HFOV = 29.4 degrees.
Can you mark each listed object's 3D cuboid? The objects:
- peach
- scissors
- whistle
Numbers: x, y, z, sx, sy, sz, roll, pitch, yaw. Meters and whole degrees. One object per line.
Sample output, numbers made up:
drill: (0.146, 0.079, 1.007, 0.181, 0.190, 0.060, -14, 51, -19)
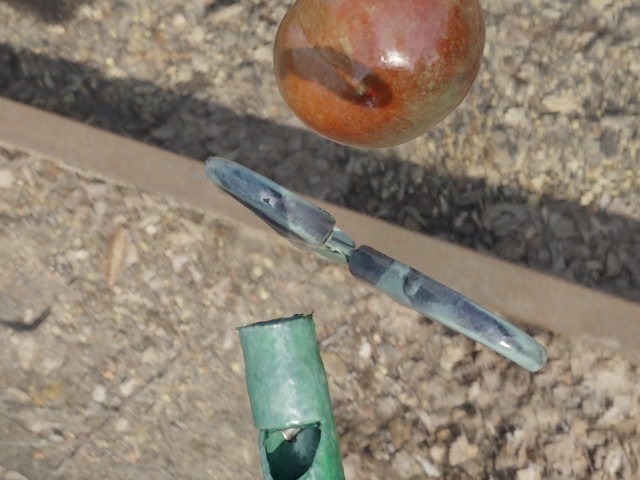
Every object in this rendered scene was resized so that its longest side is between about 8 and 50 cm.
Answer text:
peach: (0.069, -0.223, 1.404, 0.252, 0.252, 0.253, -6, 61, 11)
scissors: (0.000, 0.000, 0.904, 0.256, 0.383, 0.029, 30, 88, -16)
whistle: (-0.004, 0.126, 0.534, 0.039, 0.039, 0.186, -11, 89, 9)
